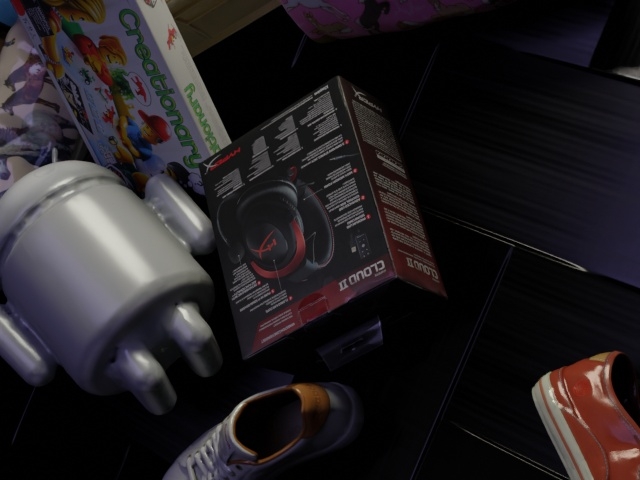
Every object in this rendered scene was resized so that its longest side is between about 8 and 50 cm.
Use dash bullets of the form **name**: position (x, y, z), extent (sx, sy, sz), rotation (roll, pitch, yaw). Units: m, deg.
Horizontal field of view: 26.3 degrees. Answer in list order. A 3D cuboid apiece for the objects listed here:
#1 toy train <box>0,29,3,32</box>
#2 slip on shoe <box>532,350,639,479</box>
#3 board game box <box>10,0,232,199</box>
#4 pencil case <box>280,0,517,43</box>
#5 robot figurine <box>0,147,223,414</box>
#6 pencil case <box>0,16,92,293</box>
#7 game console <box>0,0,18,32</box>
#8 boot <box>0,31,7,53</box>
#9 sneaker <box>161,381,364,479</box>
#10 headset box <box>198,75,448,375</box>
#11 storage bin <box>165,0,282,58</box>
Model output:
- **toy train**: position (-0.483, -0.310, 2.065), extent (0.158, 0.027, 0.036), rotation (-34, 47, 25)
- **slip on shoe**: position (0.305, 0.236, 1.235), extent (0.101, 0.123, 0.331), rotation (-38, 51, 17)
- **board game box**: position (-0.233, -0.187, 1.683), extent (0.193, 0.305, 0.053), rotation (-4, 32, 36)
- **pencil case**: position (0.131, -0.332, 1.524), extent (0.386, 0.167, 0.160), rotation (-5, 37, 36)
- **robot figurine**: position (-0.267, 0.044, 1.644), extent (0.300, 0.199, 0.353), rotation (-37, 67, -16)
- **pencil case**: position (-0.375, -0.124, 1.836), extent (0.184, 0.160, 0.410), rotation (17, 86, 17)
- **game console**: position (-0.418, -0.360, 1.954), extent (0.124, 0.144, 0.085), rotation (-53, 53, 10)
- **boot**: position (-0.539, -0.275, 2.030), extent (0.283, 0.109, 0.220), rotation (57, 130, 24)
- **sneaker**: position (-0.098, 0.231, 1.534), extent (0.290, 0.123, 0.106), rotation (-35, 59, 25)
- **headset box**: position (0.000, 0.000, 1.541), extent (0.218, 0.110, 0.293), rotation (-31, 59, 26)
- **storage bin**: position (-0.146, -0.409, 1.778), extent (0.260, 0.123, 0.262), rotation (-26, 61, 29)
